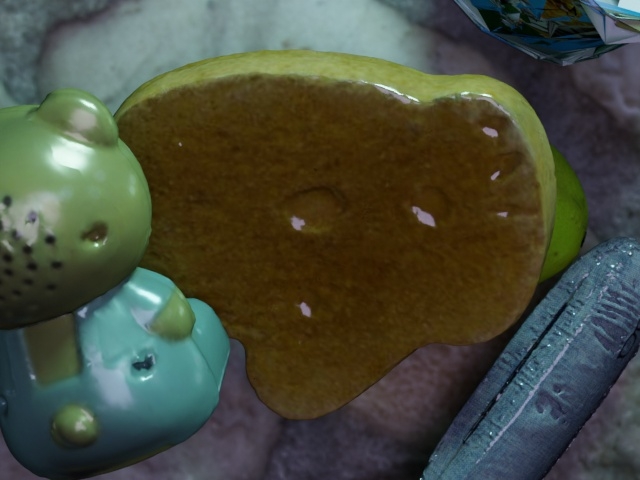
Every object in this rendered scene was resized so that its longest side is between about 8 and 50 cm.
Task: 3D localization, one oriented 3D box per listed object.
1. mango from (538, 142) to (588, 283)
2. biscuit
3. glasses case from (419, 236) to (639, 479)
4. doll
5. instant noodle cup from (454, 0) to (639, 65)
[{"bbox_3d":[0.128,-0.037,1.147,0.178,0.100,0.119,39,89,-12],"label":"mango"},{"bbox_3d":[0.000,-0.001,1.107,0.344,0.057,0.287,2,115,9],"label":"biscuit"},{"bbox_3d":[0.174,0.120,1.176,0.282,0.067,0.109,-54,141,-1],"label":"glasses case"},{"bbox_3d":[-0.184,0.029,1.029,0.177,0.161,0.261,-14,114,15],"label":"doll"},{"bbox_3d":[0.213,-0.247,1.099,0.240,0.178,0.240,-1,98,-10],"label":"instant noodle cup"}]
